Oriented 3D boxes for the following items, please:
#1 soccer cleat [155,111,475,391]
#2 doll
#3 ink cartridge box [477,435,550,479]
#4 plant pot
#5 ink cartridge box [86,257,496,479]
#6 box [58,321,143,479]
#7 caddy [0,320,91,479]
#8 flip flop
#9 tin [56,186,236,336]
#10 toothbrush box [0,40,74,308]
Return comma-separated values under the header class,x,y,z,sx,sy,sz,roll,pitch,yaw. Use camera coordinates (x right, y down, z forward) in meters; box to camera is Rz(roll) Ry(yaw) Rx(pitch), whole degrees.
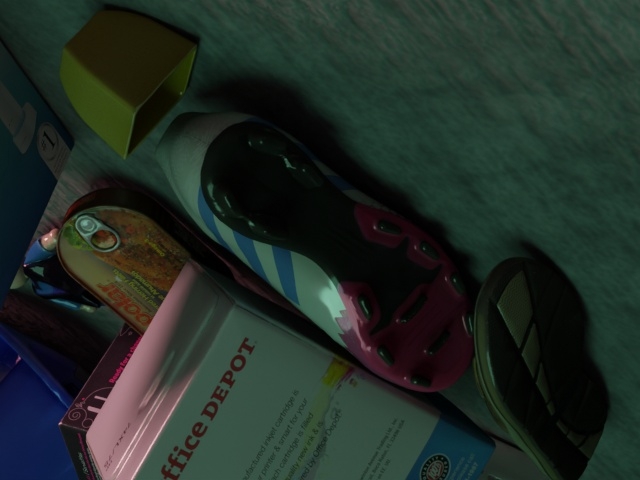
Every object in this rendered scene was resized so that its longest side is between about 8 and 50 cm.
class,x,y,z,sx,sy,sz,roll,pitch,yaw
soccer cleat,0.000,0.000,1.615,0.331,0.116,0.143,43,170,-31
doll,-0.234,0.035,1.909,0.189,0.046,0.129,8,146,25
ink cartridge box,0.165,0.246,1.916,0.099,0.056,0.135,25,152,2
plant pot,-0.157,-0.130,1.537,0.083,0.081,0.081,35,153,6
ink cartridge box,-0.032,0.175,1.719,0.270,0.198,0.197,30,-177,-19
box,-0.145,0.217,1.994,0.142,0.163,0.247,14,141,21
caddy,-0.311,0.212,2.142,0.241,0.179,0.341,36,161,34
flip flop,0.172,0.111,1.653,0.080,0.112,0.277,26,161,34
tin,-0.157,0.026,1.799,0.106,0.040,0.189,-34,120,23
toothbrush box,-0.350,-0.090,1.607,0.126,0.216,0.295,0,144,27
